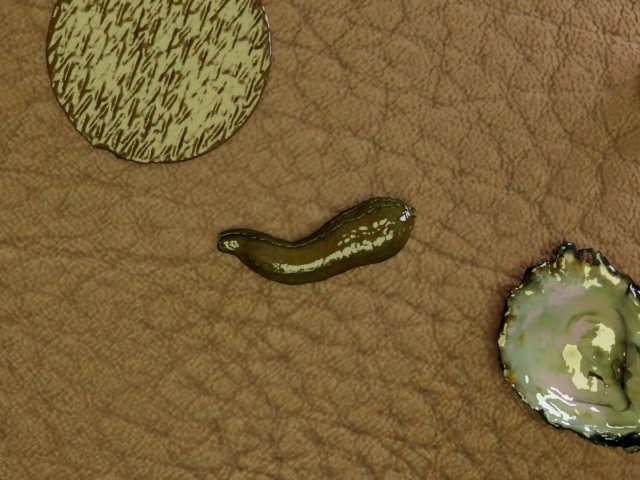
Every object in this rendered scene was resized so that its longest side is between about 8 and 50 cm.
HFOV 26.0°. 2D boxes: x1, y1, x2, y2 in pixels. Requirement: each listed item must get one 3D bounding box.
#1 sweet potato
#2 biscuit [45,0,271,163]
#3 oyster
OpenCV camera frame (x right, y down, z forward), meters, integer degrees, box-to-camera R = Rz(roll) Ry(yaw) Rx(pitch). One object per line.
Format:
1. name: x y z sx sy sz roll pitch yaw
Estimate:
1. sweet potato: 0.000 0.006 1.604 0.233 0.062 0.081 -12 78 -1
2. biscuit: -0.184 -0.215 1.587 0.262 0.037 0.262 0 93 -5
3. oyster: 0.323 0.135 1.625 0.259 0.092 0.198 41 88 4
